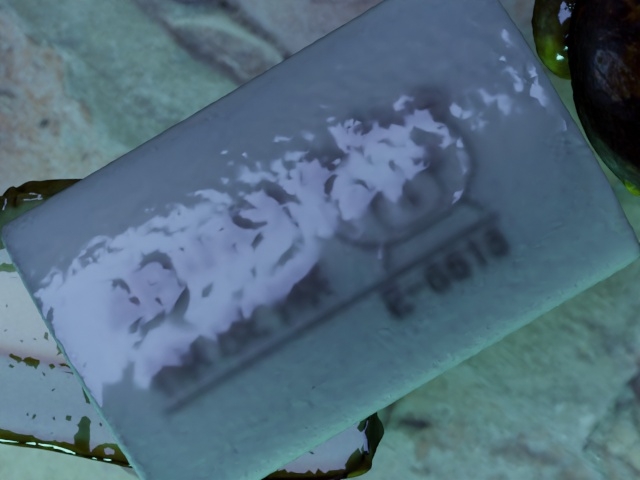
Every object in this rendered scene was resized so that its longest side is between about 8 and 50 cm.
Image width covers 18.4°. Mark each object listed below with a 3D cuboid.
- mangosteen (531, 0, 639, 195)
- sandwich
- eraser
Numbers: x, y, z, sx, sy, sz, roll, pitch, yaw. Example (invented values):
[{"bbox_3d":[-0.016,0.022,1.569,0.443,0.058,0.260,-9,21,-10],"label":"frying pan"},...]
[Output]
[{"bbox_3d":[0.196,-0.113,1.063,0.217,0.192,0.192,17,96,41],"label":"mangosteen"},{"bbox_3d":[-0.072,0.047,1.131,0.227,0.198,0.155,7,91,4],"label":"sandwich"},{"bbox_3d":[0.000,0.000,0.982,0.270,0.095,0.174,-30,92,2],"label":"eraser"}]
